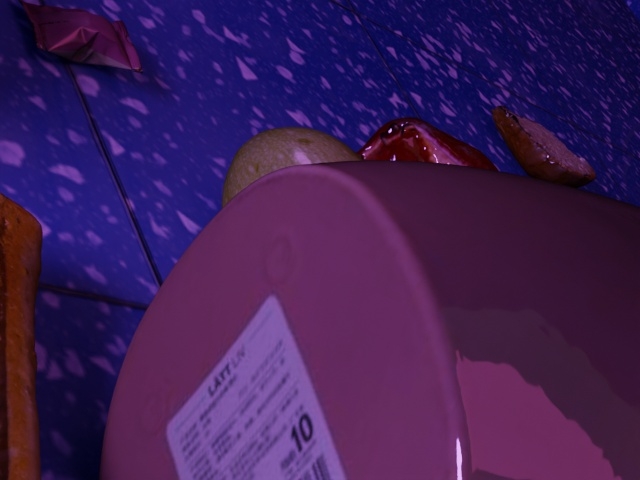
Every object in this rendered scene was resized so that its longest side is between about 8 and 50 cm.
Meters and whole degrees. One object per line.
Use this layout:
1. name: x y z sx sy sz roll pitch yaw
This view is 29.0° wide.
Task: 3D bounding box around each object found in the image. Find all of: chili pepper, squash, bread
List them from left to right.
1. squash: 0.000 0.000 0.780 0.123 0.123 0.186 22 30 -43
2. chili pepper: 0.092 -0.042 1.022 0.144 0.136 0.252 2 12 9
3. bread: 0.254 -0.101 1.425 0.129 0.044 0.126 7 39 -51

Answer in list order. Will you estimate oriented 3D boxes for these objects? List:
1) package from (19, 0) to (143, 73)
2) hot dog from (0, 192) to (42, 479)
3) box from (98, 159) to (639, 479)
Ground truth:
1. package: -0.162 -0.138 0.829 0.083 0.029 0.059 10 39 -40
2. hot dog: -0.147 0.075 0.493 0.088 0.061 0.286 37 25 -28
3. box: 0.053 0.113 0.520 0.216 0.301 0.301 16 38 -36
